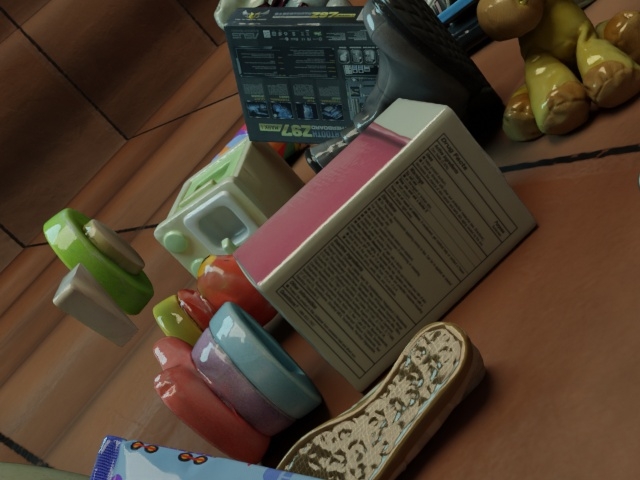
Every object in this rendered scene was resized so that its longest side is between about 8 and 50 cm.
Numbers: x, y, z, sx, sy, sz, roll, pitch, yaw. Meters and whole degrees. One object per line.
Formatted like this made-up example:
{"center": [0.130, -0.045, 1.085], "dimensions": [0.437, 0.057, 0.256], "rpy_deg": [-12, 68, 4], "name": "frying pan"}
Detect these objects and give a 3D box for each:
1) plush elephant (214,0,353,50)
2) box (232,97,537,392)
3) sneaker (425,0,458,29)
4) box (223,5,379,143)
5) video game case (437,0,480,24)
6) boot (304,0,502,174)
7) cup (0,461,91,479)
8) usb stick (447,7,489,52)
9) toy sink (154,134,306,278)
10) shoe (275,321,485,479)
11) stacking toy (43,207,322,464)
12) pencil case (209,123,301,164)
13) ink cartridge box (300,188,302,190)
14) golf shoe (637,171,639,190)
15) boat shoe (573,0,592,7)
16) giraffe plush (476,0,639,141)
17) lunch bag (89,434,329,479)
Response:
{"center": [-0.091, -0.443, 1.754], "dimensions": [0.255, 0.272, 0.330], "rpy_deg": [-30, -8, -3], "name": "plush elephant"}
{"center": [0.056, -0.002, 0.802], "dimensions": [0.232, 0.149, 0.127], "rpy_deg": [-43, 21, -4], "name": "box"}
{"center": [0.181, -0.337, 1.340], "dimensions": [0.063, 0.074, 0.170], "rpy_deg": [101, -168, -84], "name": "sneaker"}
{"center": [0.002, -0.217, 1.131], "dimensions": [0.232, 0.183, 0.059], "rpy_deg": [4, 40, 18], "name": "box"}
{"center": [0.244, -0.360, 1.244], "dimensions": [0.119, 0.015, 0.166], "rpy_deg": [-32, 1, 32], "name": "video game case"}
{"center": [0.070, -0.141, 0.948], "dimensions": [0.222, 0.118, 0.338], "rpy_deg": [-36, -20, 16], "name": "boot"}
{"center": [-0.235, 0.293, 0.603], "dimensions": [0.331, 0.237, 0.331], "rpy_deg": [-39, 21, 18], "name": "cup"}
{"center": [0.275, -0.342, 1.206], "dimensions": [0.278, 0.045, 0.077], "rpy_deg": [-32, 20, 26], "name": "usb stick"}
{"center": [-0.129, -0.028, 1.194], "dimensions": [0.152, 0.131, 0.234], "rpy_deg": [-32, 24, 25], "name": "toy sink"}
{"center": [0.045, 0.158, 0.662], "dimensions": [0.219, 0.058, 0.076], "rpy_deg": [-45, 52, 4], "name": "shoe"}
{"center": [-0.124, 0.053, 0.844], "dimensions": [0.130, 0.279, 0.309], "rpy_deg": [-44, 26, 0], "name": "stacking toy"}
{"center": [-0.129, -0.115, 1.414], "dimensions": [0.236, 0.104, 0.104], "rpy_deg": [-48, 22, -19], "name": "pencil case"}
{"center": [0.000, 0.000, 1.014], "dimensions": [0.109, 0.062, 0.209], "rpy_deg": [-47, 21, -11], "name": "ink cartridge box"}
{"center": [0.283, -0.053, 0.587], "dimensions": [0.077, 0.094, 0.198], "rpy_deg": [-46, 20, -5], "name": "golf shoe"}
{"center": [0.345, -0.360, 1.084], "dimensions": [0.227, 0.081, 0.069], "rpy_deg": [-31, 20, 8], "name": "boat shoe"}
{"center": [0.237, -0.233, 0.895], "dimensions": [0.181, 0.170, 0.210], "rpy_deg": [-27, 26, 35], "name": "giraffe plush"}
{"center": [-0.045, 0.270, 0.406], "dimensions": [0.220, 0.138, 0.293], "rpy_deg": [7, 52, 18], "name": "lunch bag"}
